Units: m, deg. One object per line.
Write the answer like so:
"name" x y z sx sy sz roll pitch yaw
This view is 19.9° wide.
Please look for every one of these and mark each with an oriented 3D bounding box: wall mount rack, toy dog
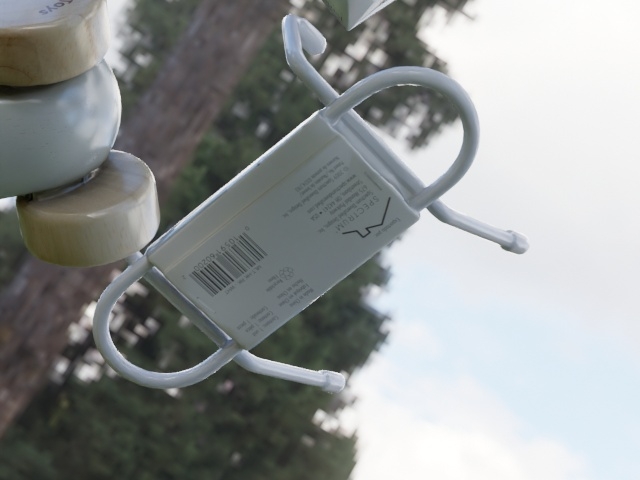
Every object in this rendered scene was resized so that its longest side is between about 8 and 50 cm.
"wall mount rack" 0.000 0.000 1.426 0.304 0.350 0.130 44 19 -26
"toy dog" -0.252 -0.079 1.058 0.333 0.220 0.161 11 26 -10

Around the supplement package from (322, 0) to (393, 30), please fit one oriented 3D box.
"supplement package" 0.037 -0.329 1.686 0.139 0.134 0.244 51 -12 19
